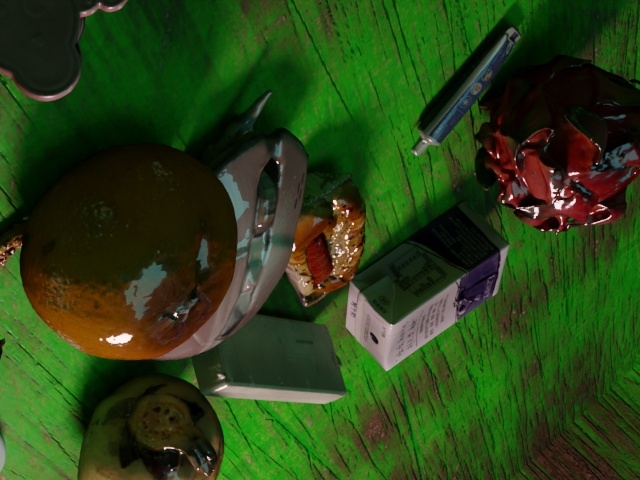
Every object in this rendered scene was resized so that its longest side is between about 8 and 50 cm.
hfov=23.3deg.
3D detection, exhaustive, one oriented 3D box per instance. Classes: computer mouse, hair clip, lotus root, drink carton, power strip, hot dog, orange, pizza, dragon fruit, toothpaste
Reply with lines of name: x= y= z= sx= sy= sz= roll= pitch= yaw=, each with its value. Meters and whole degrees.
computer mouse: x=-0.100 y=0.004 z=1.670 sx=0.199 sy=0.115 sz=0.389 roll=-21 pitch=149 yaw=-48
hair clip: x=-0.210 y=-0.188 z=1.188 sx=0.138 sy=0.123 sz=0.102 roll=-48 pitch=-175 yaw=22
lotus root: x=-0.209 y=0.287 z=1.886 sx=0.182 sy=0.183 sz=0.310 roll=-30 pitch=153 yaw=-29
drink carton: x=0.148 y=0.066 z=2.180 sx=0.222 sy=0.102 sz=0.134 roll=-34 pitch=157 yaw=-22
power strip: x=-0.069 y=0.147 z=1.958 sx=0.043 sy=0.106 sz=0.367 roll=-23 pitch=163 yaw=22
hot dog: x=0.000 y=0.000 z=1.873 sx=0.131 sy=0.069 sz=0.253 roll=-39 pitch=157 yaw=-14
orange: x=-0.174 y=0.013 z=1.479 sx=0.224 sy=0.170 sz=0.224 roll=-36 pitch=150 yaw=-25
pizza: x=-0.301 y=0.010 z=1.474 sx=0.083 sy=0.016 sz=0.037 roll=-46 pitch=163 yaw=0
dragon fruit: x=0.341 y=-0.124 z=1.978 sx=0.234 sy=0.293 sz=0.234 roll=-1 pitch=90 yaw=-71
toothpaste: x=0.177 y=-0.182 z=1.898 sx=0.197 sy=0.035 sz=0.057 roll=-51 pitch=161 yaw=8

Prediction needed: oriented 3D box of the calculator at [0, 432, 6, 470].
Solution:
calculator: x=-0.391 y=0.245 z=1.712 sx=0.095 sy=0.021 sz=0.153 roll=-35 pitch=158 yaw=-21

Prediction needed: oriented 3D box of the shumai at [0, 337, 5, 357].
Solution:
shumai: x=-0.349 y=0.102 z=1.462 sx=0.099 sy=0.087 sz=0.124 roll=-25 pitch=152 yaw=-39
